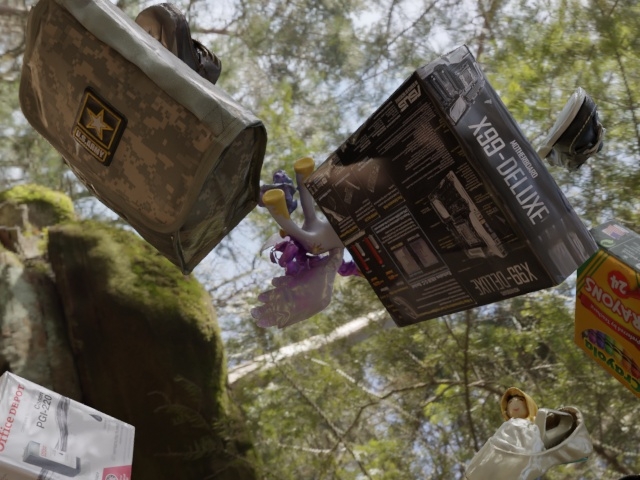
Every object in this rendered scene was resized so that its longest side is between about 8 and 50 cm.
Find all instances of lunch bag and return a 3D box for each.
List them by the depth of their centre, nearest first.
[{"bbox_3d":[-0.190,-0.116,0.664,0.235,0.169,0.287,40,-20,6],"label":"lunch bag"}]

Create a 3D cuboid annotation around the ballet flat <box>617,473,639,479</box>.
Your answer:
[{"bbox_3d":[0.244,0.219,0.520,0.057,0.173,0.049,-49,-132,53],"label":"ballet flat"}]

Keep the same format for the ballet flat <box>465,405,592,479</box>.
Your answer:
[{"bbox_3d":[0.286,0.272,0.819,0.086,0.249,0.086,0,-90,50],"label":"ballet flat"}]

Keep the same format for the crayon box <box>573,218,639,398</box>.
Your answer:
[{"bbox_3d":[0.543,0.148,1.048,0.202,0.081,0.318,-130,-160,-54],"label":"crayon box"}]

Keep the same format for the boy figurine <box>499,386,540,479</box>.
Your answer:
[{"bbox_3d":[0.447,0.451,1.336,0.092,0.285,0.177,42,-46,-18],"label":"boy figurine"}]

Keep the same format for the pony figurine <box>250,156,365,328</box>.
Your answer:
[{"bbox_3d":[0.000,0.000,1.296,0.363,0.351,0.302,69,14,-45],"label":"pony figurine"}]

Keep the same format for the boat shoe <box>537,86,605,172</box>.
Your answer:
[{"bbox_3d":[0.455,-0.186,1.064,0.091,0.302,0.114,32,-80,13],"label":"boat shoe"}]

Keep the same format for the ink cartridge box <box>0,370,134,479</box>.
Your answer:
[{"bbox_3d":[-0.380,0.303,0.844,0.092,0.218,0.158,-48,-152,15],"label":"ink cartridge box"}]

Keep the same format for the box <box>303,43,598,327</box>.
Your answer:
[{"bbox_3d":[0.123,-0.036,0.700,0.242,0.077,0.307,56,-27,1],"label":"box"}]

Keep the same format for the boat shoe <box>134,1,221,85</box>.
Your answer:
[{"bbox_3d":[-0.271,-0.342,1.172,0.132,0.130,0.355,52,-19,6],"label":"boat shoe"}]
